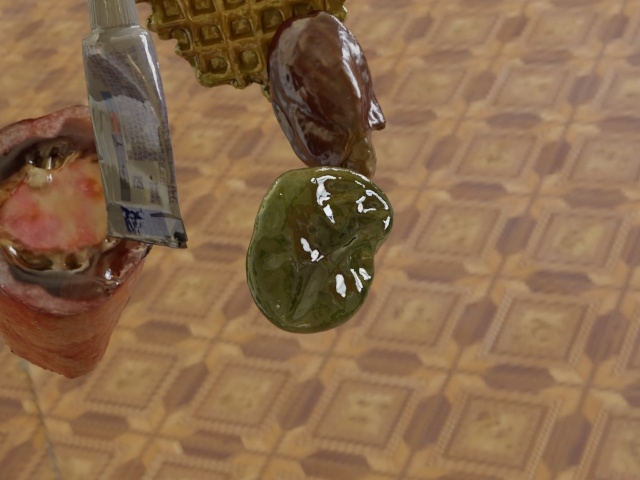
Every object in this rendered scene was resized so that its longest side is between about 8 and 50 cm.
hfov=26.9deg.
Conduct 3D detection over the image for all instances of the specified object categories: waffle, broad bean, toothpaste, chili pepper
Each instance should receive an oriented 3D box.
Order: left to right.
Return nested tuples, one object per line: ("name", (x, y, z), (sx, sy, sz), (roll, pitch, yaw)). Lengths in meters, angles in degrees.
("chili pepper", (-0.291, 0.017, 1.560), (0.229, 0.305, 0.251), (-15, 66, -13))
("toothpaste", (-0.190, -0.129, 1.330), (0.069, 0.282, 0.099), (-14, 21, -20))
("waffle", (-0.096, -0.320, 1.683), (0.291, 0.291, 0.051), (-14, 22, 6))
("broad bean", (-0.002, 0.002, 1.348), (0.072, 0.153, 0.206), (-40, 4, 41))
("broad bean", (0.013, -0.168, 1.641), (0.122, 0.228, 0.156), (-25, 5, -24))
